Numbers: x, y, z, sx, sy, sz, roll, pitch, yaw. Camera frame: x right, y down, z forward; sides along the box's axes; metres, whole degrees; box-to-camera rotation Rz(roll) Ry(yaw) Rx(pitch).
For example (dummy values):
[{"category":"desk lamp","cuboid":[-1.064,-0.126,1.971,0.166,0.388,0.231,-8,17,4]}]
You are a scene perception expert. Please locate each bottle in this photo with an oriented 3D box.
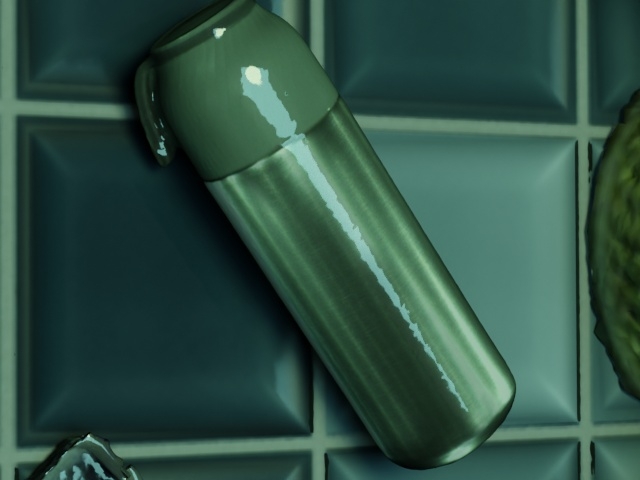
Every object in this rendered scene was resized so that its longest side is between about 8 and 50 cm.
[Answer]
[{"category":"bottle","cuboid":[0.000,0.000,0.958,0.096,0.079,0.254,-28,106,14]}]

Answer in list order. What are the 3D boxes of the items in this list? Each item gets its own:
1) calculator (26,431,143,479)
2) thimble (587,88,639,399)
[{"category":"calculator","cuboid":[-0.147,0.234,0.903,0.262,0.021,0.161,-46,109,-20]},{"category":"thimble","cuboid":[0.297,0.001,1.067,0.270,0.150,0.271,1,88,-27]}]
